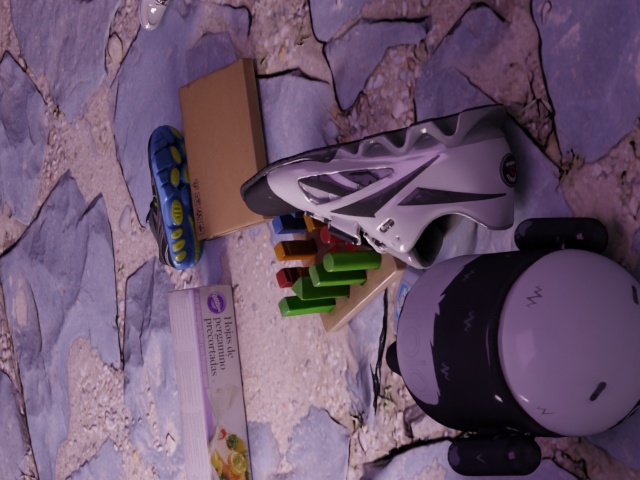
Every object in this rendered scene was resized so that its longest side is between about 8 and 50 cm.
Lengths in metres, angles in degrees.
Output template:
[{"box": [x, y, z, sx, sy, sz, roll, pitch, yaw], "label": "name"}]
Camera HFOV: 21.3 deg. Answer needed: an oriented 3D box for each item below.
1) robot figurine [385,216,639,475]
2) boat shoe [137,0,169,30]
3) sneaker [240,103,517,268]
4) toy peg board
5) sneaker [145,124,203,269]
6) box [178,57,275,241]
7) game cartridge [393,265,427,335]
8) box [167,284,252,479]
[{"box": [0.184, 0.095, 1.560, 0.278, 0.173, 0.209, -6, 99, 56], "label": "robot figurine"}, {"box": [-0.210, -0.319, 2.213, 0.035, 0.035, 0.100, 39, 118, 50], "label": "boat shoe"}, {"box": [0.054, -0.035, 1.741, 0.330, 0.122, 0.146, -11, 92, 41], "label": "sneaker"}, {"box": [0.000, 0.000, 1.896, 0.161, 0.079, 0.161, -44, 58, 48], "label": "toy peg board"}, {"box": [-0.199, -0.054, 2.192, 0.078, 0.067, 0.188, -7, 90, 49], "label": "sneaker"}, {"box": [-0.118, -0.109, 2.108, 0.164, 0.021, 0.201, -16, 80, 55], "label": "box"}, {"box": [0.101, 0.071, 1.812, 0.056, 0.017, 0.083, 36, 122, 53], "label": "game cartridge"}, {"box": [-0.135, 0.219, 2.128, 0.067, 0.063, 0.324, -12, 83, 54], "label": "box"}]
